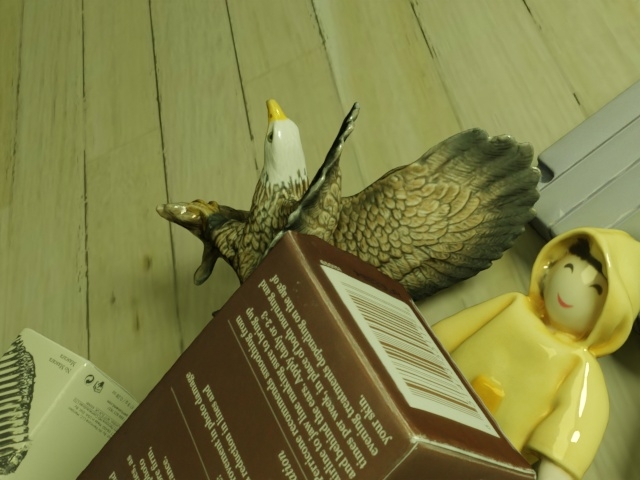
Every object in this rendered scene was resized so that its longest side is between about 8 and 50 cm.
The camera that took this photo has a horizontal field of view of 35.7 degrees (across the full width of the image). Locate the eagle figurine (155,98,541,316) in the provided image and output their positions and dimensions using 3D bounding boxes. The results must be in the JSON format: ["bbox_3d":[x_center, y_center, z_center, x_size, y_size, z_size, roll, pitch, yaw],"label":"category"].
[{"bbox_3d":[-0.004,-0.010,0.813,0.298,0.225,0.226,4,48,50],"label":"eagle figurine"}]

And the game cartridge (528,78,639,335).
[{"bbox_3d":[0.352,-0.076,0.791,0.355,0.068,0.230,-36,50,1],"label":"game cartridge"}]

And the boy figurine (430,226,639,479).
[{"bbox_3d":[0.133,0.111,0.713,0.285,0.092,0.177,-47,44,12],"label":"boy figurine"}]

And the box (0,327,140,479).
[{"bbox_3d":[-0.299,0.226,0.912,0.113,0.094,0.275,17,65,39],"label":"box"}]

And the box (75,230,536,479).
[{"bbox_3d":[-0.060,0.204,0.677,0.381,0.143,0.191,-47,45,16],"label":"box"}]
